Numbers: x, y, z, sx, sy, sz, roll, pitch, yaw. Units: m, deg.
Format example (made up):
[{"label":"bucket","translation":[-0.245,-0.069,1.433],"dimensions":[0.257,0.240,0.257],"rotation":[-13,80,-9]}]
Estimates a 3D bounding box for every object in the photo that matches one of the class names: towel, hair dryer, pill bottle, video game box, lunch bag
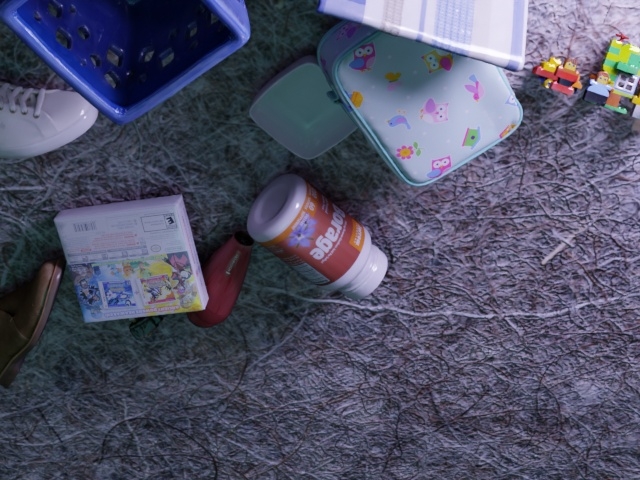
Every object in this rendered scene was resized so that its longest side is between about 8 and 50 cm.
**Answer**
[{"label":"towel","translation":[0.138,-0.333,1.747],"dimensions":[0.285,0.209,0.034],"rotation":[14,150,-13]},{"label":"hair dryer","translation":[-0.232,0.060,2.182],"dimensions":[0.294,0.080,0.223],"rotation":[-20,130,16]},{"label":"pill bottle","translation":[0.000,0.000,2.104],"dimensions":[0.121,0.121,0.216],"rotation":[-35,125,27]},{"label":"video game box","translation":[-0.294,0.030,2.127],"dimensions":[0.205,0.048,0.187],"rotation":[-6,112,12]},{"label":"lunch bag","translation":[0.132,-0.221,1.883],"dimensions":[0.224,0.108,0.279],"rotation":[-32,125,8]}]

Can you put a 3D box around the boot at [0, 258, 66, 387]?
[{"label":"boot","translation":[-0.508,0.125,2.225],"dimensions":[0.115,0.112,0.305],"rotation":[29,129,-12]}]

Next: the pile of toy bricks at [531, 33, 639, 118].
[{"label":"pile of toy bricks","translation":[0.418,-0.238,1.919],"dimensions":[0.212,0.118,0.105],"rotation":[17,98,-5]}]

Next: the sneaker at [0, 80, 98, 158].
[{"label":"sneaker","translation":[-0.467,-0.188,1.926],"dimensions":[0.290,0.106,0.123],"rotation":[-6,135,6]}]

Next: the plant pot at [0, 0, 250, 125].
[{"label":"plant pot","translation":[-0.241,-0.329,1.729],"dimensions":[0.236,0.212,0.236],"rotation":[-30,126,24]}]

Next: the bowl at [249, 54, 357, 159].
[{"label":"bowl","translation":[-0.016,-0.200,1.963],"dimensions":[0.142,0.053,0.142],"rotation":[-35,125,28]}]
